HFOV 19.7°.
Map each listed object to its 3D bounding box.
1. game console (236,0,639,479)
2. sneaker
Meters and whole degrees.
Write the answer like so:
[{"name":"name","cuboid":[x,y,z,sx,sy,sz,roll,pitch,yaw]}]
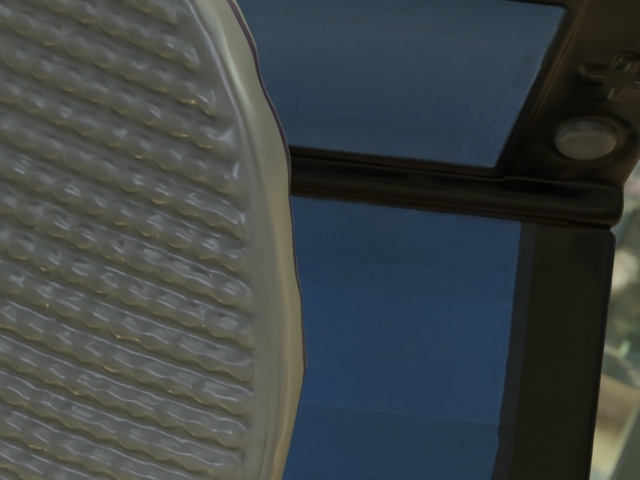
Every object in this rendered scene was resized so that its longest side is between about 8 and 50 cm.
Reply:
[{"name":"game console","cuboid":[0.000,0.000,0.777,0.250,0.293,0.173,108,166,-60]},{"name":"sneaker","cuboid":[-0.049,-0.044,0.526,0.161,0.102,0.282,17,-119,-74]}]
